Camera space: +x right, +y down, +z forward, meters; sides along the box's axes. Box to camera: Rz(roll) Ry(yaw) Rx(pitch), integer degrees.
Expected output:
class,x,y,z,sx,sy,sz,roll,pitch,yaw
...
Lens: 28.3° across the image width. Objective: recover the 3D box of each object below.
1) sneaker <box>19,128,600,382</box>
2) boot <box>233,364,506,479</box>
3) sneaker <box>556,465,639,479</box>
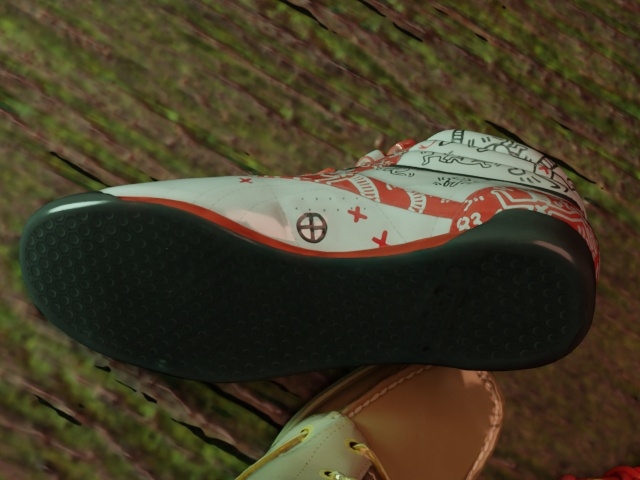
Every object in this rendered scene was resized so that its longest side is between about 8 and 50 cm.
class,x,y,z,sx,sy,sz,roll,pitch,yaw
sneaker,0.001,0.001,0.631,0.270,0.145,0.090,2,111,11
boot,0.014,0.122,0.531,0.262,0.203,0.095,-35,89,-24
sneaker,0.177,0.145,0.646,0.118,0.107,0.279,37,63,3
